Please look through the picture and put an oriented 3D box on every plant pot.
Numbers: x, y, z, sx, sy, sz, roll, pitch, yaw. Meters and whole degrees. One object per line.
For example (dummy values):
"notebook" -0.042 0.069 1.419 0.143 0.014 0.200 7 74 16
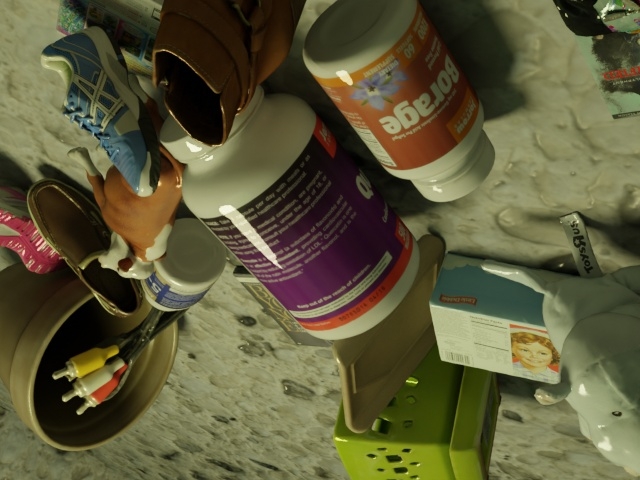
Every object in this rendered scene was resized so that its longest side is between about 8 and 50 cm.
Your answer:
"plant pot" 0.162 0.267 1.416 0.207 0.227 0.228 5 146 18
"plant pot" -0.466 0.172 1.653 0.280 0.323 0.323 24 155 35

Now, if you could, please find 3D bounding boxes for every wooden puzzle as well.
"wooden puzzle" 0.092 0.128 1.244 0.044 0.221 0.239 29 154 27

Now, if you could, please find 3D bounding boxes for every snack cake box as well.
"snack cake box" 0.287 0.113 1.206 0.264 0.089 0.152 10 146 21

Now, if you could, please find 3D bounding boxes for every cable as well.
"cable" -0.306 0.182 1.527 0.072 0.287 0.139 40 156 41

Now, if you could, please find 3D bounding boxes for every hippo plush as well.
"hippo plush" 0.342 0.111 0.962 0.234 0.236 0.294 -31 92 14

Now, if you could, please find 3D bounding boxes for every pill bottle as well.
"pill bottle" -0.220 0.046 1.422 0.112 0.112 0.187 28 153 -9
"pill bottle" 0.087 -0.139 0.905 0.121 0.121 0.216 -5 141 39
"pill bottle" -0.035 -0.043 1.070 0.181 0.181 0.323 -10 131 43

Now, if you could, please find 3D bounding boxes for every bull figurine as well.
"bull figurine" -0.248 -0.072 1.204 0.188 0.101 0.310 53 144 6

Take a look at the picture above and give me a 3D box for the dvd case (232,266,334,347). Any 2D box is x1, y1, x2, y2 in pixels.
"dvd case" -0.023 0.114 1.492 0.164 0.018 0.221 0 143 35

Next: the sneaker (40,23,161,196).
"sneaker" -0.243 -0.139 1.026 0.211 0.081 0.080 63 151 12

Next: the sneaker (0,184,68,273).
"sneaker" -0.489 -0.032 1.511 0.103 0.111 0.252 -38 145 11

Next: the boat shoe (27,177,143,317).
"boat shoe" -0.358 0.012 1.430 0.257 0.095 0.095 54 169 -20

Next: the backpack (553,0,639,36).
"backpack" 0.266 -0.222 0.649 0.182 0.152 0.115 -5 156 35

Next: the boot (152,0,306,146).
"boot" -0.103 -0.239 0.774 0.109 0.220 0.283 10 148 22

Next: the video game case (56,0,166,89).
"video game case" -0.223 -0.247 1.048 0.157 0.019 0.143 27 150 -8

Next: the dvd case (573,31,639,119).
"dvd case" 0.292 -0.161 0.838 0.087 0.013 0.119 -3 142 38
